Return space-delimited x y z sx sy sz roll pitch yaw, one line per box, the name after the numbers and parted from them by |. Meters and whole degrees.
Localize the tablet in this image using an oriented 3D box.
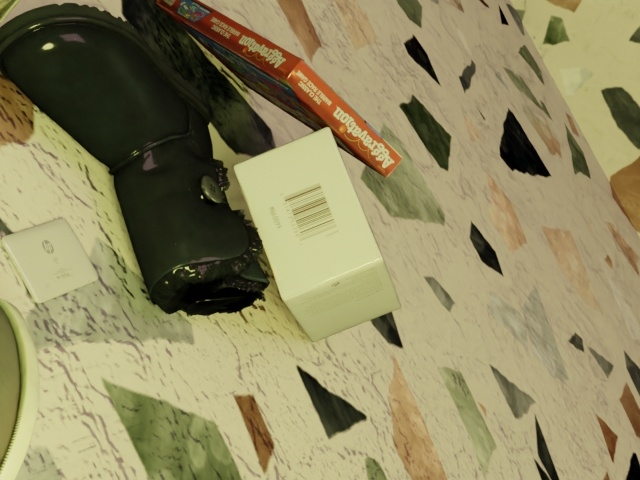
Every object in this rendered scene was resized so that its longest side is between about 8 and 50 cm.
-0.195 0.013 1.029 0.054 0.006 0.083 60 24 1 | tablet

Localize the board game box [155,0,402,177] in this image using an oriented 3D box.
-0.044 -0.151 1.305 0.145 0.027 0.281 39 -1 -36 | board game box

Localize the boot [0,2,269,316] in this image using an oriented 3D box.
-0.138 -0.054 1.104 0.246 0.094 0.207 31 33 -57 | boot

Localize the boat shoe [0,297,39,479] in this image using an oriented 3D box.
-0.223 0.125 0.726 0.091 0.109 0.305 48 30 -35 | boat shoe

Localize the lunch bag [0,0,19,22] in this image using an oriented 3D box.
-0.292 -0.225 0.829 0.287 0.235 0.169 52 20 -16 | lunch bag

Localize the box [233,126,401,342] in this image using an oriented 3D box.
0.000 0.000 1.245 0.170 0.091 0.130 64 4 -71 | box
